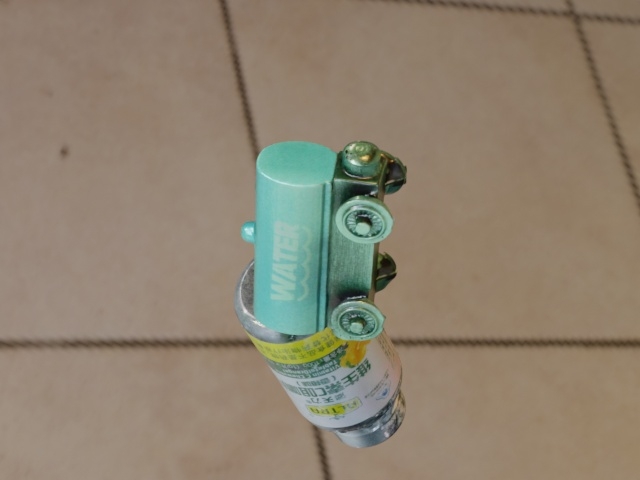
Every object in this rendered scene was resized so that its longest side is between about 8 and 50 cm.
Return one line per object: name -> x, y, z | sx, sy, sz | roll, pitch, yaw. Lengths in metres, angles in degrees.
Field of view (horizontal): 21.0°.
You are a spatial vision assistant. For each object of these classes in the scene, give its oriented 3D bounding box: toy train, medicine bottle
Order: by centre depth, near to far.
toy train -> 0.000, 0.000, 1.713 | 0.159, 0.248, 0.101 | 7, 42, 2
medicine bottle -> 0.012, 0.132, 2.054 | 0.141, 0.293, 0.141 | -13, 50, 15
